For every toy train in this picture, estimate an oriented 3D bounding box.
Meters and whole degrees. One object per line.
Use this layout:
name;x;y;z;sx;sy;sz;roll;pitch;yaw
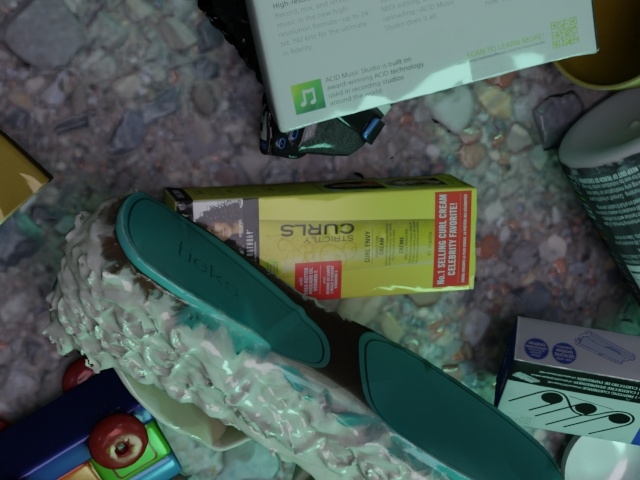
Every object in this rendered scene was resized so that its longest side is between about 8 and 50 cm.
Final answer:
toy train;-0.214;0.207;0.965;0.248;0.105;0.143;-31;122;-8

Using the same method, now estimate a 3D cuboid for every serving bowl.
serving bowl;0.240;0.189;1.127;0.083;0.027;0.083;-4;104;-16

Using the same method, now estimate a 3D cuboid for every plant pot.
plant pot;-0.242;-0.047;0.905;0.081;0.081;0.083;-41;98;-4
plant pot;0.249;-0.174;1.005;0.095;0.134;0.134;6;102;-43

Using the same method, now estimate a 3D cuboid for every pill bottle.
pill bottle;0.298;0.000;1.048;0.130;0.130;0.246;-35;110;-7

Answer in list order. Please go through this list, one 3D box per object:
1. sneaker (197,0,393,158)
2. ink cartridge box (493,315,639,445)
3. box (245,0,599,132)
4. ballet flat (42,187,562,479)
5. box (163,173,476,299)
sneaker;-0.039;-0.127;0.944;0.216;0.079;0.121;23;95;-21
ink cartridge box;0.247;0.119;1.042;0.207;0.046;0.097;9;144;2
box;0.048;-0.251;0.849;0.232;0.058;0.322;-15;116;-7
ballet flat;-0.014;0.113;0.928;0.409;0.147;0.147;34;91;-13
box;0.000;0.000;0.995;0.232;0.058;0.087;-2;103;-16
